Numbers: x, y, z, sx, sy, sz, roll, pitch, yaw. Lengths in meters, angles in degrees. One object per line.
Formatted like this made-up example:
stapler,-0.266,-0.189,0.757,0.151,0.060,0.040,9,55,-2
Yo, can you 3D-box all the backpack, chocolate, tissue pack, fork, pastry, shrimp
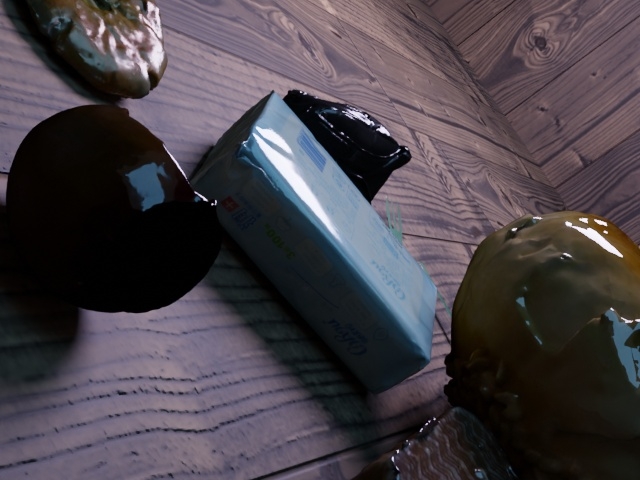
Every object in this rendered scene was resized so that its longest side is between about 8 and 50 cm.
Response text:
backpack,0.008,-0.097,1.116,0.165,0.120,0.106,33,6,-44
chocolate,-0.140,-0.023,0.651,0.133,0.124,0.127,28,5,36
tissue pack,0.000,0.000,0.967,0.263,0.089,0.177,51,21,-14
chocolate,0.093,0.220,0.792,0.148,0.093,0.214,59,21,12
fork,0.128,0.045,1.283,0.039,0.021,0.235,18,41,-52
pastry,0.266,0.169,1.017,0.409,0.245,0.409,56,10,-15
shrimp,-0.217,-0.248,0.938,0.154,0.062,0.294,23,36,-45
